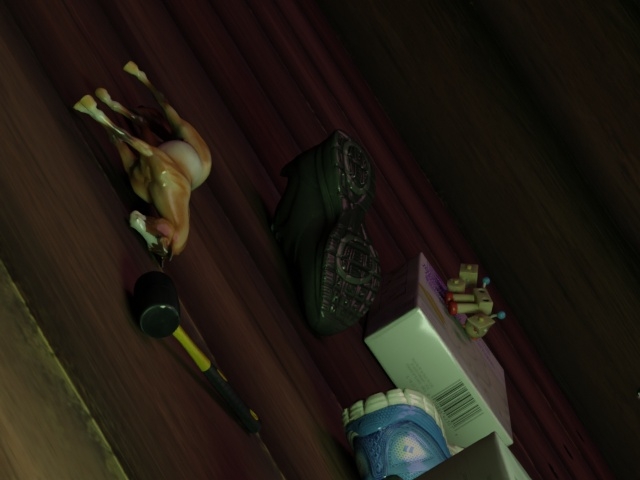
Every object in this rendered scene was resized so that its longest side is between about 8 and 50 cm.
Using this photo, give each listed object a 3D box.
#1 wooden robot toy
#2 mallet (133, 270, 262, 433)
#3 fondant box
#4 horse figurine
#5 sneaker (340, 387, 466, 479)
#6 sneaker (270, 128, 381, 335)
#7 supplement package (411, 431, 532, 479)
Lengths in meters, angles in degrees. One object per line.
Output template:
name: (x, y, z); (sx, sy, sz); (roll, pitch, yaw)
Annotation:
wooden robot toy: (0.220, 0.109, 2.200); (0.173, 0.076, 0.079); (-106, -166, -58)
mallet: (-0.109, 0.102, 1.336); (0.189, 0.039, 0.062); (54, 8, -39)
fondant box: (0.174, 0.170, 2.179); (0.238, 0.096, 0.330); (55, 10, -8)
horse figurine: (-0.171, -0.091, 1.519); (0.174, 0.066, 0.263); (49, 15, -9)
sneaker: (0.130, 0.300, 1.631); (0.330, 0.130, 0.147); (43, 32, -40)
sneaker: (0.000, 0.000, 1.890); (0.109, 0.130, 0.286); (38, 43, -39)
supplement package: (0.063, 0.272, 1.032); (0.134, 0.244, 0.139); (53, 11, -23)
